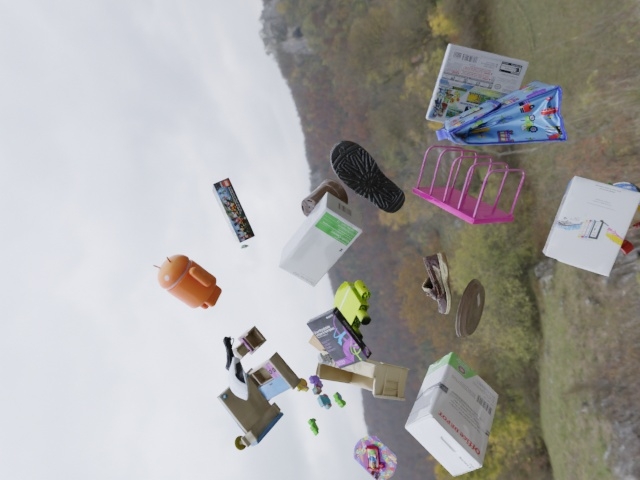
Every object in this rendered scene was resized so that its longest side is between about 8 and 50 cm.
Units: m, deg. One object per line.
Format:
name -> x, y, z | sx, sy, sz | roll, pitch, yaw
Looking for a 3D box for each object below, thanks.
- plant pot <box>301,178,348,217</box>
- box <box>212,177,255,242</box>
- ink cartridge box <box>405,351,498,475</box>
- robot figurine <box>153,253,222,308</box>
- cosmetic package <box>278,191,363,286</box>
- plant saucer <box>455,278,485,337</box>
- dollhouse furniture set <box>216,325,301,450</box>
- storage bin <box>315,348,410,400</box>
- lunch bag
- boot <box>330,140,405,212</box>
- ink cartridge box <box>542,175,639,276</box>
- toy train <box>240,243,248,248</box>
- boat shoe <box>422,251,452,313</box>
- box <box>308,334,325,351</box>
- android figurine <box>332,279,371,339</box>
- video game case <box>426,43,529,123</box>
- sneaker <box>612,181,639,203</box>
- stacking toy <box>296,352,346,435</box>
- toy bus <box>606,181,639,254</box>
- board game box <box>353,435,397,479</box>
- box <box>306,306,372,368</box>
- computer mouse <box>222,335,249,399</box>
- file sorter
plant pot -> 0.011, -0.169, 2.143 | 0.165, 0.167, 0.167 | -37, -62, -37
box -> -0.236, -0.076, 1.267 | 0.159, 0.044, 0.233 | 67, 169, -7
ink cartridge box -> 0.385, 0.493, 1.369 | 0.198, 0.115, 0.273 | 45, -141, 2
robot figurine -> -0.420, 0.130, 1.496 | 0.219, 0.128, 0.158 | 42, 178, -25
cosmetic package -> 0.000, 0.000, 2.034 | 0.197, 0.365, 0.155 | 30, -152, -14
plant saucer -> 0.684, 0.311, 2.143 | 0.278, 0.041, 0.278 | -21, -63, -49
dollhouse furniture set -> -0.271, 0.513, 1.610 | 0.286, 0.198, 0.303 | 50, -139, 0
storage bin -> 0.160, 0.502, 1.784 | 0.260, 0.262, 0.123 | 27, -107, -49
lunch bag -> 0.455, -0.308, 1.248 | 0.221, 0.293, 0.138 | -65, -40, -66
boot -> 0.140, -0.248, 1.733 | 0.348, 0.131, 0.260 | 42, -172, -27
ink cartridge box -> 0.750, -0.042, 1.329 | 0.171, 0.168, 0.233 | -9, -63, -67
toy train -> -0.364, 0.030, 2.276 | 0.083, 0.023, 0.017 | 165, 106, -66
boat shoe -> 0.531, 0.205, 2.192 | 0.123, 0.123, 0.342 | -90, -12, -53
box -> 0.046, 0.435, 2.198 | 0.130, 0.170, 0.091 | 35, -151, 13
android figurine -> 0.122, 0.277, 1.915 | 0.273, 0.056, 0.248 | -122, 48, -58
video game case -> 0.629, -0.606, 1.922 | 0.036, 0.329, 0.300 | -88, 10, -63
sneaker -> 0.985, -0.082, 1.695 | 0.130, 0.330, 0.147 | 49, -133, 4
stacking toy -> 0.001, 0.515, 1.606 | 0.052, 0.167, 0.221 | 19, -152, -35
toy bus -> 0.898, -0.061, 1.464 | 0.191, 0.202, 0.104 | -67, -16, -3
board game box -> 0.198, 0.812, 1.756 | 0.168, 0.133, 0.033 | 41, -164, 16
box -> 0.048, 0.266, 1.287 | 0.162, 0.116, 0.029 | 54, -139, -2
computer mouse -> -0.235, 0.354, 1.283 | 0.193, 0.042, 0.106 | -133, 44, -56
file sorter -> 0.496, -0.197, 1.589 | 0.290, 0.202, 0.182 | 40, 127, 49
